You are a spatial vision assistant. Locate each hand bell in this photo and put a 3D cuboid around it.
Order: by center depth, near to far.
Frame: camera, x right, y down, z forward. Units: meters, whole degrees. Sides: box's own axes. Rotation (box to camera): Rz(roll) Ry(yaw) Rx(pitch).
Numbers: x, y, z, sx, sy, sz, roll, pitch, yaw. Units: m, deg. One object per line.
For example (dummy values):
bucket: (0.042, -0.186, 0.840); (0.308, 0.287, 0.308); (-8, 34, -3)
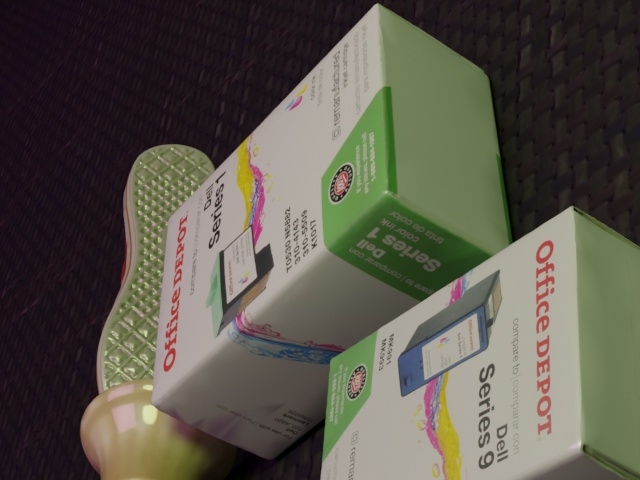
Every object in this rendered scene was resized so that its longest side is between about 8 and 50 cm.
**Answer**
hand bell: (-0.131, 0.225, 0.958); (0.126, 0.126, 0.242); (-46, 22, 29)

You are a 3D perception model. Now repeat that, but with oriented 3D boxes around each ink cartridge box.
ink cartridge box: (0.097, 0.103, 0.748); (0.212, 0.093, 0.154); (-34, 37, 40)
ink cartridge box: (0.000, 0.000, 0.987); (0.278, 0.117, 0.201); (-42, 32, 35)

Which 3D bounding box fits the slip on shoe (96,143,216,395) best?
slip on shoe: (-0.132, 0.064, 1.195); (0.101, 0.123, 0.331); (99, 170, -50)
